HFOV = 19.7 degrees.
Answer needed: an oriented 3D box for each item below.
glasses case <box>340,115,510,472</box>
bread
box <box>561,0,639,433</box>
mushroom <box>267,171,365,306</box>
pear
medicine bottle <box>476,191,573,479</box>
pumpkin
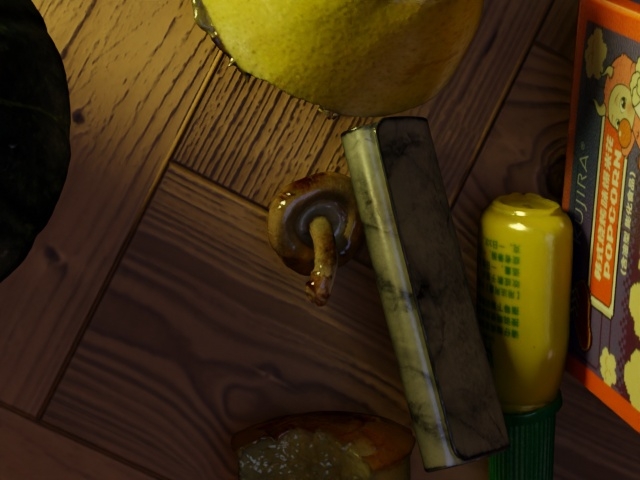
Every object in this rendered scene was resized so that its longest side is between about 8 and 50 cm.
[{"bbox_3d":[0.092,0.044,1.586,0.114,0.060,0.299,-7,81,-58],"label":"glasses case"},{"bbox_3d":[0.008,0.189,1.585,0.156,0.125,0.086,3,103,20],"label":"bread"},{"bbox_3d":[0.395,-0.029,1.579,0.318,0.257,0.349,-3,108,-16],"label":"box"},{"bbox_3d":[-0.007,0.003,1.589,0.088,0.073,0.129,33,50,-29],"label":"mushroom"},{"bbox_3d":[0.039,-0.242,1.517,0.267,0.178,0.267,7,71,-20],"label":"pear"},{"bbox_3d":[0.179,0.115,1.641,0.076,0.111,0.309,-4,104,-21],"label":"medicine bottle"},{"bbox_3d":[-0.350,-0.085,1.403,0.323,0.241,0.323,1,83,-5],"label":"pumpkin"}]
